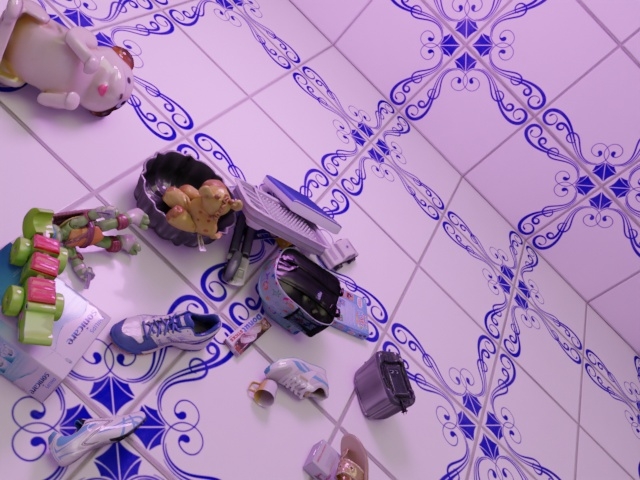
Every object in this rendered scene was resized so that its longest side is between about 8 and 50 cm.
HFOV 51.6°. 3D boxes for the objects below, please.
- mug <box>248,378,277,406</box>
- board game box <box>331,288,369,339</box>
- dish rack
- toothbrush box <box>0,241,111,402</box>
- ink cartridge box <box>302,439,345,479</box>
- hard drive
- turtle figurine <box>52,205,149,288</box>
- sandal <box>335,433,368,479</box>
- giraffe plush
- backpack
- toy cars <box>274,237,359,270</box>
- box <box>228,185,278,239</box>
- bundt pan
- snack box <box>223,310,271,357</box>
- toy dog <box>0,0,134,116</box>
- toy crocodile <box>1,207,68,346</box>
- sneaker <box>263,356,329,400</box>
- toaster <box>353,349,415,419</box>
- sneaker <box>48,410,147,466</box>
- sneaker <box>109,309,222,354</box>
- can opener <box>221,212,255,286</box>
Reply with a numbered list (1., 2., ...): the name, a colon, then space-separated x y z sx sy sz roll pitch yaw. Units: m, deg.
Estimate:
1. mug: -0.155 0.420 1.868 0.078 0.062 0.064 48 27 -11
2. board game box: 0.074 0.238 2.297 0.212 0.039 0.160 26 41 -26
3. dish rack: -0.138 -0.065 2.149 0.333 0.072 0.285 27 13 -27
4. toothbrush box: -0.666 0.183 1.500 0.296 0.126 0.216 39 35 -12
5. ink cartridge box: 0.021 0.633 1.851 0.122 0.052 0.088 46 35 -7
6. hard drive: -0.070 -0.132 2.354 0.210 0.040 0.319 28 8 -29
7. turtle figurine: -0.559 0.008 1.728 0.266 0.275 0.197 -13 100 -55
8. sandal: 0.080 0.639 1.788 0.079 0.088 0.240 18 51 -45
9. giraffe plush: -0.324 -0.102 1.879 0.181 0.170 0.210 -10 64 -50
10. backpack: -0.078 0.156 2.080 0.253 0.191 0.225 42 39 -24
11. toy cars: 0.000 0.000 2.405 0.394 0.087 0.176 24 42 -30
12. box: -0.239 -0.089 2.272 0.137 0.036 0.225 -5 59 -39
13. bundt pan: -0.424 -0.113 2.038 0.331 0.124 0.330 27 40 -25
14. snack box: -0.215 0.277 1.971 0.064 0.022 0.178 48 36 2
15. toy dog: -0.767 -0.516 1.987 0.408 0.284 0.395 21 7 -31
16. toy crocodile: -0.617 0.078 1.454 0.115 0.105 0.340 20 42 -36
17. sneaker: -0.063 0.408 1.942 0.229 0.087 0.092 21 37 -35
18. toaster: 0.202 0.473 2.113 0.129 0.146 0.226 11 48 -39
19. sneaker: -0.493 0.424 1.487 0.237 0.085 0.086 -13 71 -52
20. sneaker: -0.399 0.224 1.739 0.297 0.131 0.111 3 56 -43
21. can opener: -0.250 0.025 2.104 0.074 0.093 0.280 20 48 -14
